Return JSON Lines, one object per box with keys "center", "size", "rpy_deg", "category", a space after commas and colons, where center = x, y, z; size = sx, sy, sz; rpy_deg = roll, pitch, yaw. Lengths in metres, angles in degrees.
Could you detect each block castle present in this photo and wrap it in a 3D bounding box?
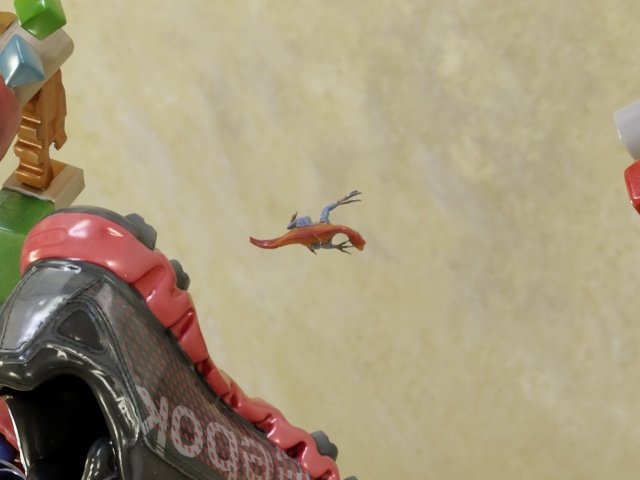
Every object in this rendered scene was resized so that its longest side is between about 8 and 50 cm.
{"center": [-0.374, 0.000, 1.592], "size": [0.303, 0.213, 0.453], "rpy_deg": [16, 133, 16], "category": "block castle"}

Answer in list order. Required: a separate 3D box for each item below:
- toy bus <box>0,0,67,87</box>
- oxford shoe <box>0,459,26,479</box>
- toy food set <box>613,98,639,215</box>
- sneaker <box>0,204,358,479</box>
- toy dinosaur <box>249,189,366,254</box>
{"center": [-0.277, -0.127, 1.266], "size": [0.202, 0.191, 0.104], "rpy_deg": [63, -176, -58], "category": "toy bus"}
{"center": [-0.276, 0.276, 1.567], "size": [0.130, 0.133, 0.363], "rpy_deg": [37, 168, 34], "category": "oxford shoe"}
{"center": [0.253, -0.029, 1.095], "size": [0.104, 0.232, 0.111], "rpy_deg": [-28, 123, 19], "category": "toy food set"}
{"center": [-0.076, 0.118, 0.933], "size": [0.098, 0.135, 0.276], "rpy_deg": [-20, 117, 41], "category": "sneaker"}
{"center": [0.000, 0.000, 1.443], "size": [0.047, 0.090, 0.082], "rpy_deg": [65, 168, -11], "category": "toy dinosaur"}
